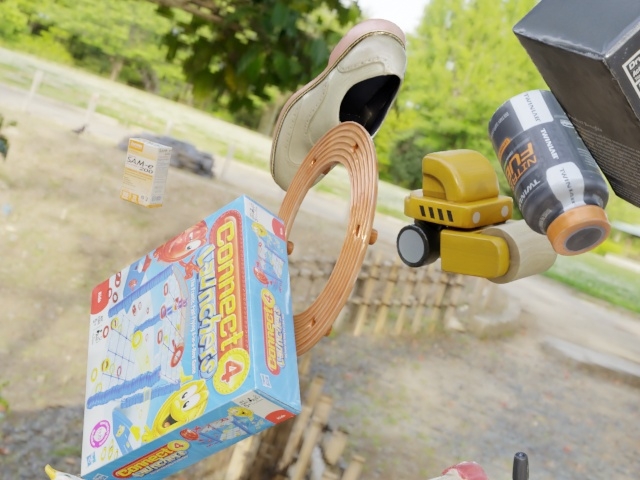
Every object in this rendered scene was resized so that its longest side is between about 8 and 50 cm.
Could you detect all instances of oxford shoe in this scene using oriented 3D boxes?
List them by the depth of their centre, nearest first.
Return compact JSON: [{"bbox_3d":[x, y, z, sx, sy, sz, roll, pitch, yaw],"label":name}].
[{"bbox_3d":[0.020,-0.205,1.766,0.141,0.397,0.146,16,43,-21],"label":"oxford shoe"}]

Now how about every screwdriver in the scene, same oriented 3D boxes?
[{"bbox_3d":[0.287,0.376,1.432,0.024,0.169,0.025,-6,22,-2],"label":"screwdriver"}]

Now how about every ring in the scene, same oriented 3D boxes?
[{"bbox_3d":[0.000,0.000,1.377,0.032,0.336,0.336,18,5,-22],"label":"ring"}]

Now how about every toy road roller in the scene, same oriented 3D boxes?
[{"bbox_3d":[0.318,-0.058,2.064,0.203,0.240,0.330,-12,18,-41],"label":"toy road roller"}]

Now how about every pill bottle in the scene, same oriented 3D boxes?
[{"bbox_3d":[0.347,-0.097,1.490,0.130,0.130,0.245,15,45,-35],"label":"pill bottle"}]

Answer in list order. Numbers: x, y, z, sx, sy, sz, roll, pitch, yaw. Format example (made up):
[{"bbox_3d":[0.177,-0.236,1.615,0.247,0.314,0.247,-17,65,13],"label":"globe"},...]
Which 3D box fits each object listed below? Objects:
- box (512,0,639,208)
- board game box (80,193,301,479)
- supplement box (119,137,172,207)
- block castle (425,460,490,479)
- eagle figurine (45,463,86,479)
[{"bbox_3d":[0.427,-0.217,1.122,0.294,0.296,0.183,48,-3,-33],"label":"box"},{"bbox_3d":[-0.178,0.138,1.329,0.086,0.302,0.308,36,35,-40],"label":"board game box"},{"bbox_3d":[-0.274,-0.106,1.567,0.062,0.098,0.036,18,13,28],"label":"supplement box"},{"bbox_3d":[0.306,0.599,1.589,0.213,0.303,0.453,0,27,-47],"label":"block castle"},{"bbox_3d":[-0.310,0.401,1.406,0.225,0.226,0.298,13,20,-9],"label":"eagle figurine"}]
